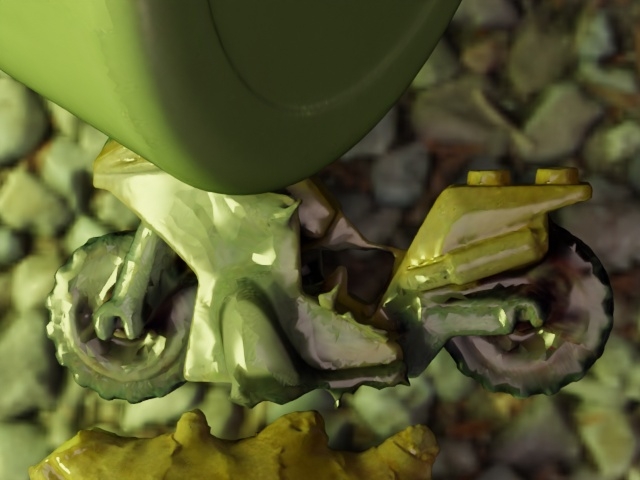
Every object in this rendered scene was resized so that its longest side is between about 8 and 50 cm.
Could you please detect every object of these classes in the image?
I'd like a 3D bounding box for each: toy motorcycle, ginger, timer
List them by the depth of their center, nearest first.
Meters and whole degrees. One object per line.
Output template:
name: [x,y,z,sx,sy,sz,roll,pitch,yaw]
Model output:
timer: [-0.110,-0.197,0.611,0.315,0.291,0.291,20,91,24]
toy motorcycle: [0.000,0.000,0.677,0.229,0.094,0.130,-1,92,8]
ginger: [-0.013,0.120,0.690,0.205,0.081,0.115,33,123,-9]
